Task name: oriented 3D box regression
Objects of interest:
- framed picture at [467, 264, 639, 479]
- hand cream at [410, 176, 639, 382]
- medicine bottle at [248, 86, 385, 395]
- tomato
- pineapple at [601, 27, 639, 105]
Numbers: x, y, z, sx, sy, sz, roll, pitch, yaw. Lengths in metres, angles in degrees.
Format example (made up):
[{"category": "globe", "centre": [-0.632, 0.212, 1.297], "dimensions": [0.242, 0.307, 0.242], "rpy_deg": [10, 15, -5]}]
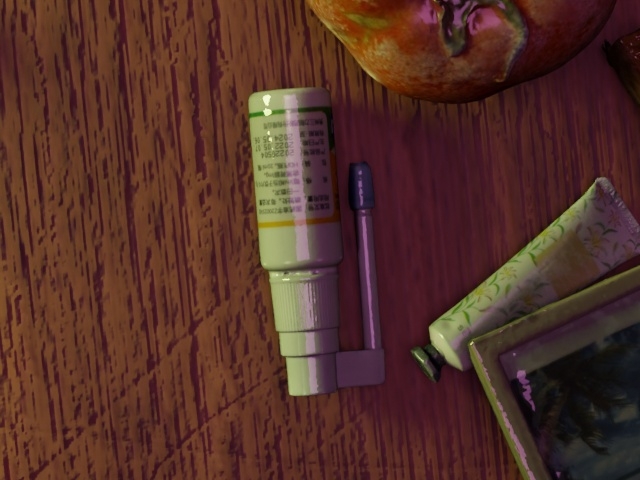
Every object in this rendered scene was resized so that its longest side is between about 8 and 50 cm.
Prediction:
[{"category": "framed picture", "centre": [0.288, 0.115, 1.316], "dimensions": [0.315, 0.024, 0.232], "rpy_deg": [-24, 91, -11]}, {"category": "hand cream", "centre": [0.152, 0.035, 1.321], "dimensions": [0.194, 0.042, 0.067], "rpy_deg": [-37, 96, -5]}, {"category": "medicine bottle", "centre": [0.000, 0.000, 1.307], "dimensions": [0.092, 0.061, 0.221], "rpy_deg": [-5, 91, -22]}, {"category": "tomato", "centre": [0.100, -0.209, 1.245], "dimensions": [0.232, 0.188, 0.232], "rpy_deg": [0, 123, 1]}, {"category": "pineapple", "centre": [0.264, -0.131, 1.321], "dimensions": [0.116, 0.069, 0.137], "rpy_deg": [17, 80, 3]}]
